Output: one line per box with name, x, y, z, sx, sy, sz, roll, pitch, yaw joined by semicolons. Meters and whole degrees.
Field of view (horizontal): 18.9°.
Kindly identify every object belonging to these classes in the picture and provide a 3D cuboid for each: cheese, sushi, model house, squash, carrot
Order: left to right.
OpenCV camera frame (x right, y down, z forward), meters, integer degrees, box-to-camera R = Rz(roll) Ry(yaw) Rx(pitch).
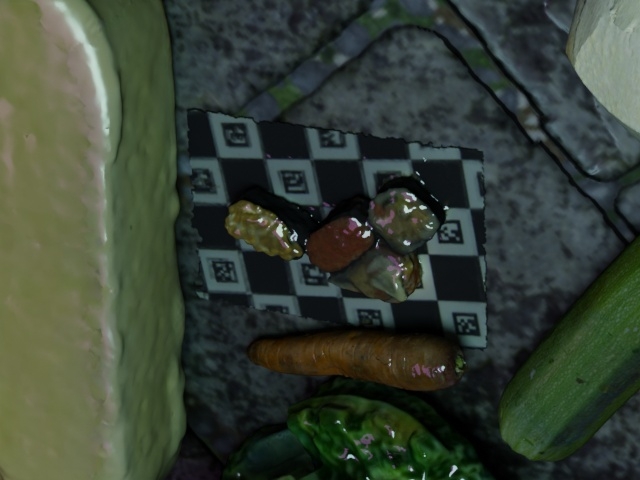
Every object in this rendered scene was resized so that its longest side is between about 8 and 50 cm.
cheese;-0.262;-0.004;1.203;0.384;0.104;0.383;7;114;16
model house;-0.017;0.195;1.143;0.214;0.189;0.195;-30;81;40
sushi;0.000;0.000;1.153;0.201;0.031;0.139;9;122;22
carrot;0.018;0.070;1.181;0.165;0.036;0.035;3;120;36
squash;0.173;0.048;1.074;0.066;0.066;0.229;38;129;2

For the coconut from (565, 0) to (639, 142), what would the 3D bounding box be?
coconut;0.198;-0.101;0.913;0.161;0.161;0.162;25;118;12
